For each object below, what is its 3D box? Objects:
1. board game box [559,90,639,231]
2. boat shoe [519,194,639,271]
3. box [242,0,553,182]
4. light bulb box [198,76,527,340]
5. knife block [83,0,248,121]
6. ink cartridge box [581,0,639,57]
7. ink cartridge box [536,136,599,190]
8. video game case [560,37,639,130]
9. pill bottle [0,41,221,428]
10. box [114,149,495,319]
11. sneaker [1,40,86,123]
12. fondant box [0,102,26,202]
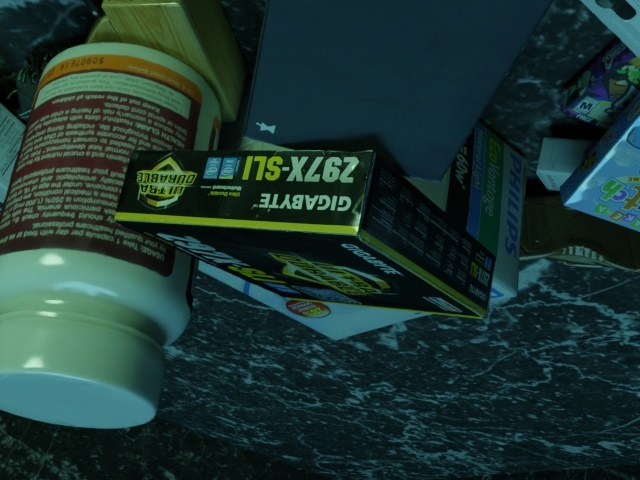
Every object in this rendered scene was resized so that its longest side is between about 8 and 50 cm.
[{"bbox_3d":[0.406,-0.098,0.985,0.160,0.039,0.211,17,135,-13],"label":"board game box"},{"bbox_3d":[0.395,-0.016,1.247,0.342,0.123,0.123,-2,-179,12],"label":"boat shoe"},{"bbox_3d":[0.072,-0.270,0.631,0.179,0.313,0.343,13,153,-5],"label":"box"},{"bbox_3d":[0.029,-0.054,1.155,0.361,0.225,0.358,31,146,-32],"label":"light bulb box"},{"bbox_3d":[-0.162,-0.268,0.960,0.275,0.088,0.242,25,150,-25],"label":"knife block"},{"bbox_3d":[0.345,-0.281,0.784,0.181,0.056,0.224,33,149,-26],"label":"ink cartridge box"},{"bbox_3d":[0.353,-0.095,1.108,0.122,0.052,0.088,7,170,26],"label":"ink cartridge box"},{"bbox_3d":[0.434,-0.177,0.974,0.232,0.042,0.210,18,151,-14],"label":"video game case"},{"bbox_3d":[-0.245,-0.005,0.953,0.224,0.392,0.224,4,151,2],"label":"pill bottle"},{"bbox_3d":[0.000,0.000,0.839,0.257,0.079,0.322,6,167,30],"label":"box"},{"bbox_3d":[-0.348,-0.206,1.134,0.106,0.101,0.267,27,148,-25],"label":"sneaker"},{"bbox_3d":[-0.554,-0.180,1.199,0.238,0.096,0.330,15,157,31],"label":"fondant box"}]
